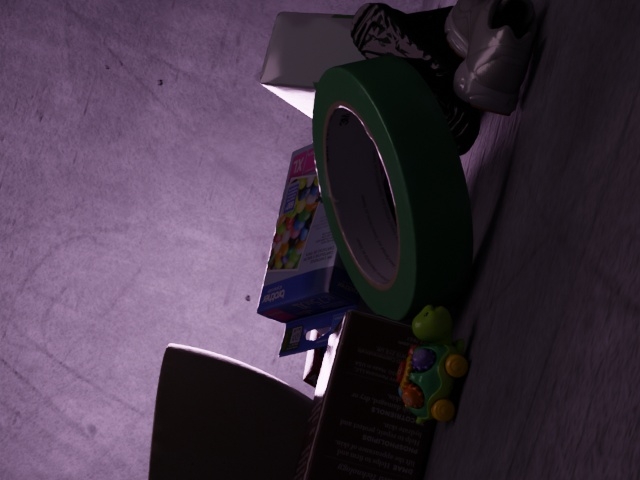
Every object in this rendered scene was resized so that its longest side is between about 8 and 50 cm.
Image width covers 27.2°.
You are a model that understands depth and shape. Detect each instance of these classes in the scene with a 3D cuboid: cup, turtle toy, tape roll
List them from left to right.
[{"bbox_3d":[-0.110,0.318,1.875,0.331,0.237,0.331,-176,90,-88],"label":"cup"},{"bbox_3d":[0.081,-0.063,1.620,0.321,0.077,0.321,165,90,-74],"label":"tape roll"},{"bbox_3d":[0.120,0.135,1.435,0.095,0.066,0.130,-170,96,-88],"label":"turtle toy"}]

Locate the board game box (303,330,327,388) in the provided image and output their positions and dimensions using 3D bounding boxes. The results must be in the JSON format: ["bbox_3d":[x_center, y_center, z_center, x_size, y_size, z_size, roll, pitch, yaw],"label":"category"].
[{"bbox_3d":[0.050,0.175,1.987,0.027,0.145,0.281,-53,10,19],"label":"board game box"}]

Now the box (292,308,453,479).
[{"bbox_3d":[0.037,0.291,1.568,0.191,0.143,0.381,115,172,-75],"label":"box"}]

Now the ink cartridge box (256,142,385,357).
[{"bbox_3d":[0.000,0.000,1.856,0.186,0.065,0.311,-18,56,53],"label":"ink cartridge box"}]

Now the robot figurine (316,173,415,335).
[{"bbox_3d":[0.076,0.026,1.941,0.209,0.174,0.278,29,-109,-46],"label":"robot figurine"}]

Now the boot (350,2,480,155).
[{"bbox_3d":[0.174,-0.215,1.716,0.207,0.246,0.094,-8,-36,-46],"label":"boot"}]

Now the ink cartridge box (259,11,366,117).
[{"bbox_3d":[0.075,-0.225,1.934,0.278,0.201,0.117,28,-106,-56],"label":"ink cartridge box"}]

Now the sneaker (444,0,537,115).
[{"bbox_3d":[0.220,-0.258,1.605,0.262,0.099,0.121,-90,22,-55],"label":"sneaker"}]
